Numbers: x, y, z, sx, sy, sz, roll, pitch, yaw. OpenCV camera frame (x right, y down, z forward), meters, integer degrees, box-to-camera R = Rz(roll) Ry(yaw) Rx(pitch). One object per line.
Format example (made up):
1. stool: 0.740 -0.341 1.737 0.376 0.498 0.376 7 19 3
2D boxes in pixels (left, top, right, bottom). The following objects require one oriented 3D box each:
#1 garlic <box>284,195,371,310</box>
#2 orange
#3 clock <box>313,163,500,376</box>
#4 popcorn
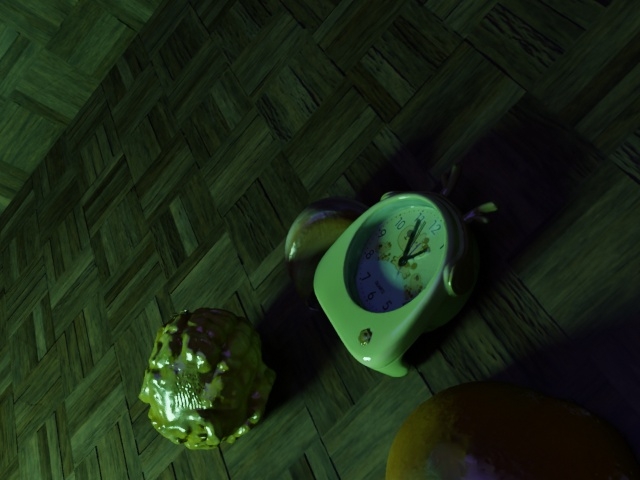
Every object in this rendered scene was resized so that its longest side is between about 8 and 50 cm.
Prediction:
1. garlic: 0.003 -0.002 1.301 0.206 0.128 0.115 -49 19 22
2. orange: 0.213 0.297 0.911 0.274 0.274 0.310 -66 9 -6
3. clock: 0.138 0.033 1.137 0.308 0.096 0.235 -48 40 14
4. popcorn: -0.189 0.235 1.277 0.250 0.190 0.250 12 113 30
